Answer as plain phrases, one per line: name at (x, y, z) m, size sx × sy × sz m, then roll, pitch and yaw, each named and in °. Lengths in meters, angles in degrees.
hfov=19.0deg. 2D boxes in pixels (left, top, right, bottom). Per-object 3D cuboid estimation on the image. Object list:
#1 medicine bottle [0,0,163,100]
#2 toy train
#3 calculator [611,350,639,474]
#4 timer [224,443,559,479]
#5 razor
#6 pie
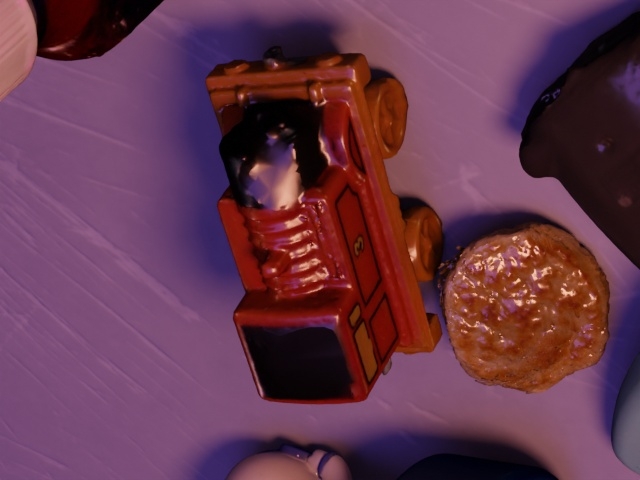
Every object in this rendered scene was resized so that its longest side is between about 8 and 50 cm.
medicine bottle at (-0.266, -0.249, 1.660) m, size 0.243 × 0.395 × 0.242 m, roll 16°, pitch 129°, yaw 21°
toy train at (0.000, 0.000, 1.806) m, size 0.163 × 0.231 × 0.369 m, roll -3°, pitch 122°, yaw 24°
calculator at (0.405, 0.173, 1.775) m, size 0.256 × 0.054 × 0.386 m, roll 20°, pitch 154°, yaw 4°
timer at (0.050, 0.322, 2.031) m, size 0.384 × 0.270 × 0.270 m, roll 16°, pitch 130°, yaw 35°
razor at (0.345, -0.039, 1.688) m, size 0.349 × 0.113 × 0.204 m, roll 39°, pitch 134°, yaw -4°
pie at (0.200, 0.065, 1.857) m, size 0.163 × 0.079 × 0.193 m, roll -4°, pitch 123°, yaw 13°
